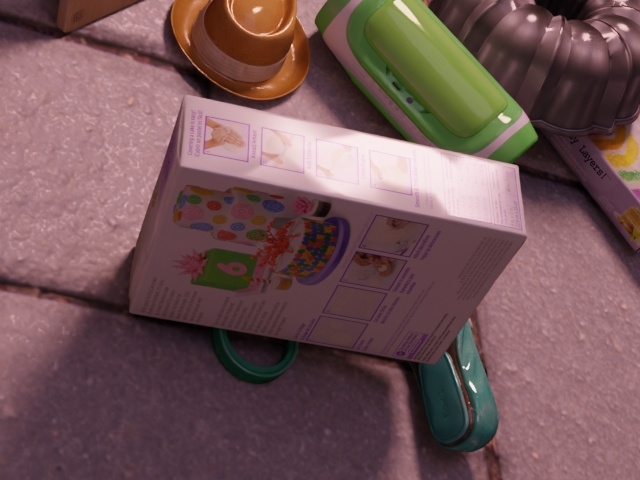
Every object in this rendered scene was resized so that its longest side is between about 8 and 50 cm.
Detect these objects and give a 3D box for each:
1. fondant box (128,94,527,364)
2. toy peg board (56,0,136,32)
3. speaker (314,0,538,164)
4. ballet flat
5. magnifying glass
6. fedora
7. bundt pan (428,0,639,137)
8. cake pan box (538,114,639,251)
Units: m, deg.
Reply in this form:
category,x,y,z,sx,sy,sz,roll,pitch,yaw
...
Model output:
category,x,y,z,sx,sy,sz,roll,pitch,yaw
fondant box,0.000,0.000,1.239,0.330,0.238,0.096,10,52,-14
toy peg board,-0.244,-0.339,1.422,0.079,0.161,0.161,36,45,17
speaker,0.130,-0.198,1.584,0.296,0.131,0.131,48,46,4
ballet flat,0.138,0.121,1.413,0.087,0.083,0.247,26,44,-50
magnifying glass,-0.056,0.049,1.359,0.092,0.026,0.231,25,48,-16
fedora,-0.081,-0.258,1.516,0.194,0.079,0.194,18,51,-23
bundt pan,0.306,-0.292,1.707,0.331,0.124,0.330,11,43,-11
cake pan box,0.454,-0.133,1.777,0.267,0.070,0.245,-23,73,-37
